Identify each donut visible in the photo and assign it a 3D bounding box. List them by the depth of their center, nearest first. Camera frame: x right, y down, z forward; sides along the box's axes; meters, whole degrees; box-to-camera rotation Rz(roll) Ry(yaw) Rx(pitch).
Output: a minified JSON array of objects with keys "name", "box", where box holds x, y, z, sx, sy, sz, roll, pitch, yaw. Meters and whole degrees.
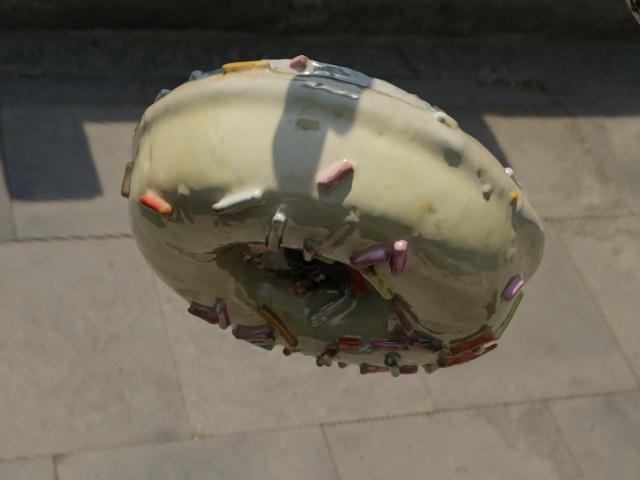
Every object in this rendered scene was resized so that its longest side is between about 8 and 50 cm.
[{"name":"donut","box":[0.000,0.000,0.962,0.383,0.382,0.142,20,64,-2]}]

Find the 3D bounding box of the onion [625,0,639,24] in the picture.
[{"name":"onion","box":[0.209,-0.160,0.517,0.140,0.195,0.218,31,32,16]}]
